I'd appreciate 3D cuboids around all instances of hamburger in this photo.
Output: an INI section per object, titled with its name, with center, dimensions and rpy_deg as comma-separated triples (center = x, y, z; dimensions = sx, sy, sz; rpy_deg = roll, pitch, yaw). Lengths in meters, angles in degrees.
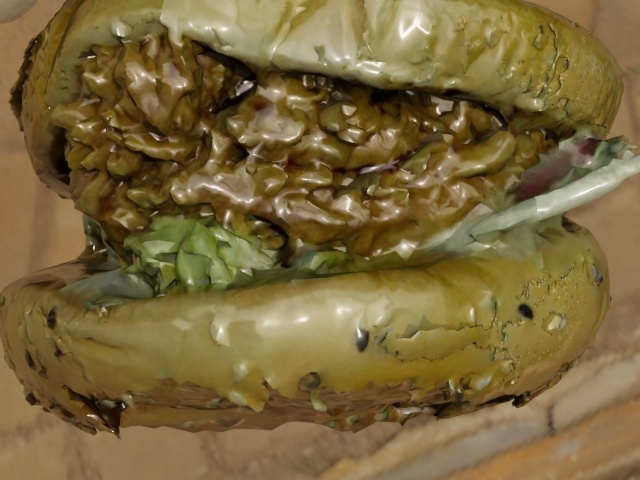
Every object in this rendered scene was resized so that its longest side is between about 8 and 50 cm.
[hamburger]
center = 0.000, 0.000, 0.419
dimensions = 0.177, 0.185, 0.113
rpy_deg = 16, 77, -49

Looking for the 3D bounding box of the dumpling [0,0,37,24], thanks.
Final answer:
[dumpling]
center = -0.135, -0.141, 0.589
dimensions = 0.092, 0.150, 0.176
rpy_deg = 1, 96, -10
